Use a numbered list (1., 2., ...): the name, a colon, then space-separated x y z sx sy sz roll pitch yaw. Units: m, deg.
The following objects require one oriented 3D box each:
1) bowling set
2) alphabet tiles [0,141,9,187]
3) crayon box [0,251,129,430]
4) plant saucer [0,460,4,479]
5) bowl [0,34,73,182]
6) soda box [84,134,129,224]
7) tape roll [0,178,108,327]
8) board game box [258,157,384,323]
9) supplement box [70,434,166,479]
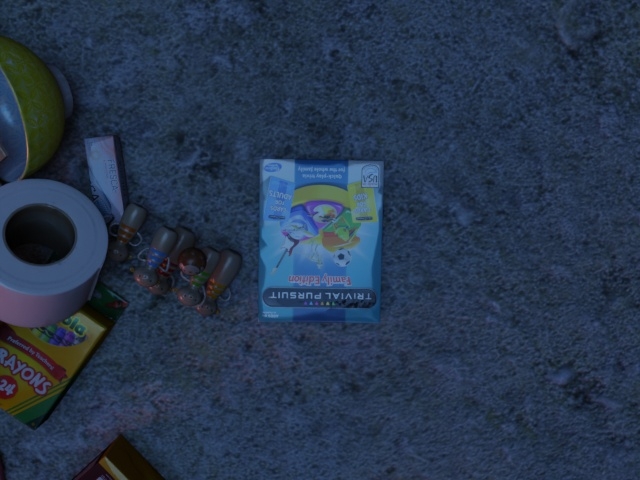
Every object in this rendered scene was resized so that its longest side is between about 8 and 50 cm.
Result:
1. bowling set: -0.296 0.058 1.420 0.287 0.200 0.154 27 96 -13
2. alphabet tiles: -0.763 -0.159 1.433 0.343 0.011 0.285 -29 94 28
3. crayon box: -0.578 0.205 1.504 0.202 0.081 0.318 35 93 -3
4. plant saucer: -0.842 0.515 1.502 0.332 0.084 0.332 -1 100 -7
5. bowl: -0.585 -0.273 1.414 0.156 0.289 0.289 -31 96 -42
6. soda box: -0.439 -0.124 1.492 0.063 0.058 0.183 -7 94 -1
7. tape roll: -0.546 0.025 1.390 0.246 0.169 0.246 12 58 -20
8. board game box: 0.000 0.000 1.499 0.254 0.079 0.335 1 94 -1
9. supplement box: -0.437 0.557 1.508 0.194 0.129 0.191 -42 94 2
